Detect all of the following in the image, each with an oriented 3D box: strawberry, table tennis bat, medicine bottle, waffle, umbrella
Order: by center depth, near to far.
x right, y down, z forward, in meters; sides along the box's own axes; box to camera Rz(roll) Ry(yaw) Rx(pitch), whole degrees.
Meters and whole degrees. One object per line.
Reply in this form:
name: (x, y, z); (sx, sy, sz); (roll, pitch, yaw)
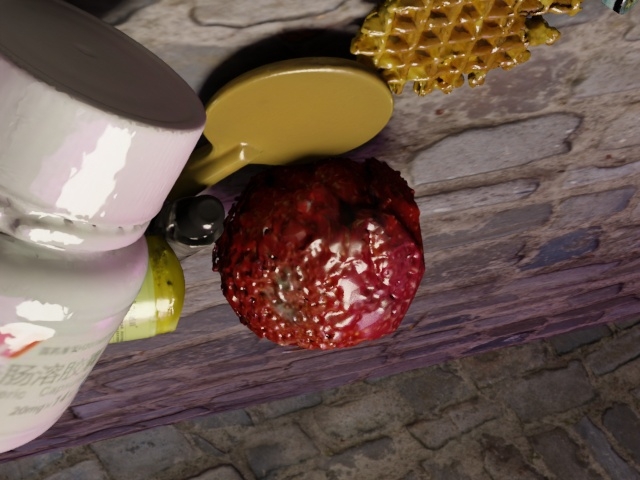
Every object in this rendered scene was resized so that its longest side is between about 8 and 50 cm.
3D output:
medicine bottle: (-0.258, -0.017, 0.691); (0.256, 0.256, 0.324); (10, 122, -52)
waffle: (0.146, -0.221, 0.870); (0.232, 0.051, 0.229); (-26, 159, 29)
medicine bottle: (-0.266, 0.060, 0.933); (0.239, 0.124, 0.124); (-8, 159, -19)
table tennis bat: (-0.067, -0.114, 0.952); (0.321, 0.050, 0.198); (-23, 155, 35)
strawberry: (0.000, 0.000, 1.049); (0.274, 0.274, 0.220); (-17, 157, 3)
umbrella: (-0.191, -0.004, 1.071); (0.073, 0.067, 0.337); (-18, 178, -28)

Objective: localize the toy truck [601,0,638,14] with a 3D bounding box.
toy truck: (0.248, -0.292, 0.670); (0.140, 0.108, 0.256); (-45, 161, -9)
